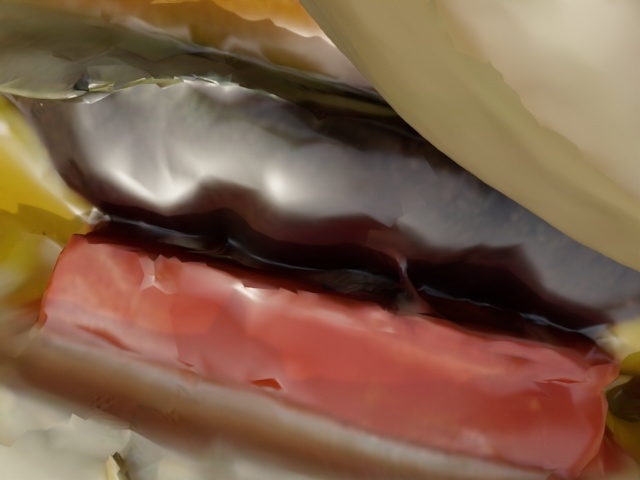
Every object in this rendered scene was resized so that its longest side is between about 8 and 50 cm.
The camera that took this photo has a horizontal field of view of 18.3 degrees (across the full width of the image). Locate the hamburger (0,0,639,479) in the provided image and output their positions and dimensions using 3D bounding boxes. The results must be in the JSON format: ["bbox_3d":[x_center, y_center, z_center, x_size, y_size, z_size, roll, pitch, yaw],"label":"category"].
[{"bbox_3d":[0.000,0.000,0.622,0.330,0.330,0.250,17,90,-7],"label":"hamburger"}]

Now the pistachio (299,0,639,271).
[{"bbox_3d":[0.085,-0.065,0.378,0.260,0.213,0.163,52,56,-15],"label":"pistachio"}]
